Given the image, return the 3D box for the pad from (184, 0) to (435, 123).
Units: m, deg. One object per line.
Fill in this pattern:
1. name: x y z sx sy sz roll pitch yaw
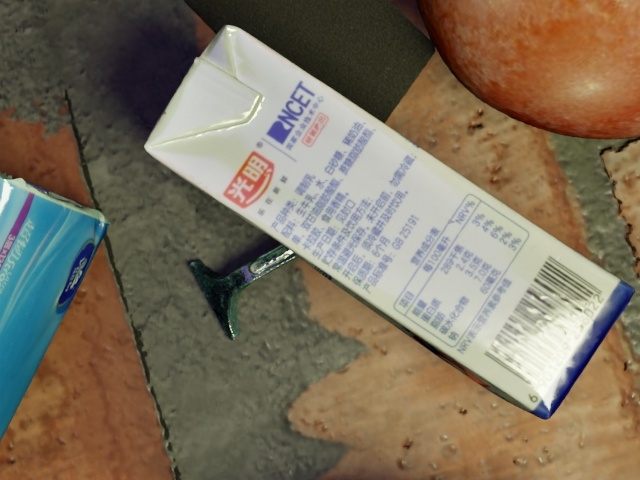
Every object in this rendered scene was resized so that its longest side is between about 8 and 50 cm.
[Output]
1. pad: -0.021 -0.164 0.959 0.211 0.143 0.003 47 48 10

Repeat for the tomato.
1. tomato: 0.179 -0.190 0.859 0.264 0.265 0.265 -1 84 9

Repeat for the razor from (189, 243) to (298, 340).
1. razor: -0.001 -0.001 0.974 0.190 0.033 0.066 -29 81 4

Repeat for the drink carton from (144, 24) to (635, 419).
1. drink carton: 0.040 -0.010 0.897 0.315 0.130 0.107 33 87 1

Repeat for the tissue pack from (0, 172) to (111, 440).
1. tissue pack: -0.281 0.063 0.926 0.146 0.198 0.263 26 88 12
